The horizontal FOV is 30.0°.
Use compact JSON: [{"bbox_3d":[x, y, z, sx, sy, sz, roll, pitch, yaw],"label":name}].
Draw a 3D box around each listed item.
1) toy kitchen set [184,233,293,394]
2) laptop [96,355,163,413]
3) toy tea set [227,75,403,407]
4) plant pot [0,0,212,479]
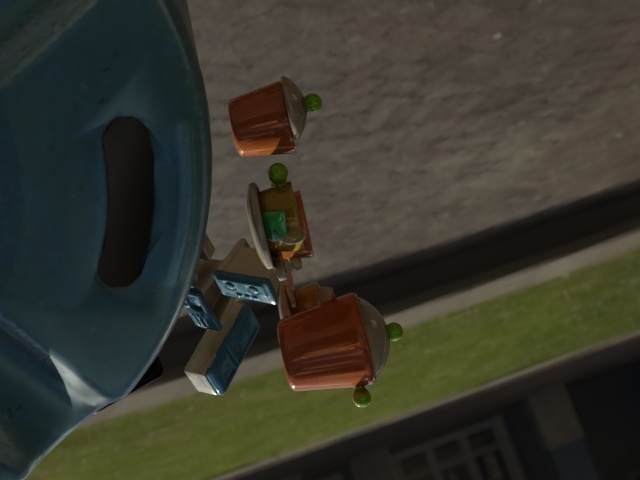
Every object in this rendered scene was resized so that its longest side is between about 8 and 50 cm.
[{"bbox_3d":[-0.102,0.104,1.529,0.166,0.122,0.207,9,144,30],"label":"toy kitchen set"},{"bbox_3d":[-0.400,0.030,0.994,0.408,0.382,0.236,-22,-177,0],"label":"laptop"},{"bbox_3d":[0.000,0.000,1.215,0.124,0.336,0.200,-12,-153,1],"label":"toy tea set"},{"bbox_3d":[-0.192,-0.088,0.459,0.341,0.334,0.341,-7,119,-12],"label":"plant pot"}]
